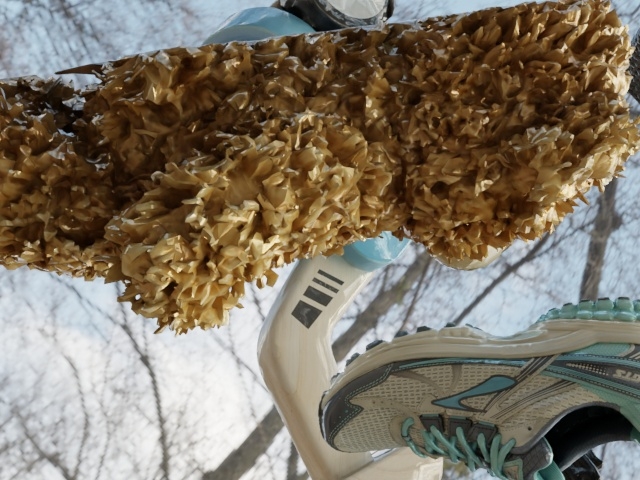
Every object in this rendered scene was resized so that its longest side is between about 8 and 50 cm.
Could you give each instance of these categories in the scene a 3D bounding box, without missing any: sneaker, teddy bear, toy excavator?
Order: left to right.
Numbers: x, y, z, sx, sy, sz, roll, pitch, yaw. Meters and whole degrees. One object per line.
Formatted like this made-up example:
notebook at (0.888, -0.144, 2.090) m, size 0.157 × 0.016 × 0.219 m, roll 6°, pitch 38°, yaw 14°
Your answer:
teddy bear at (-0.039, -0.029, 0.467) m, size 0.245 × 0.338 × 0.113 m, roll -156°, pitch -122°, yaw -69°
toy excavator at (0.000, 0.000, 1.072) m, size 0.433 × 0.445 × 0.222 m, roll 43°, pitch -34°, yaw -9°
sneaker at (0.129, 0.130, 0.820) m, size 0.283 × 0.122 × 0.110 m, roll -16°, pitch -38°, yaw 18°

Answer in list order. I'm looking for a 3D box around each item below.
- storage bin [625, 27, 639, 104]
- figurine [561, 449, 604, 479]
storage bin at (0.451, -0.185, 1.277) m, size 0.180 × 0.122 × 0.084 m, roll 53°, pitch -27°, yaw 19°
figurine at (0.420, 0.303, 1.435) m, size 0.209 × 0.215 × 0.092 m, roll 54°, pitch -5°, yaw 43°
